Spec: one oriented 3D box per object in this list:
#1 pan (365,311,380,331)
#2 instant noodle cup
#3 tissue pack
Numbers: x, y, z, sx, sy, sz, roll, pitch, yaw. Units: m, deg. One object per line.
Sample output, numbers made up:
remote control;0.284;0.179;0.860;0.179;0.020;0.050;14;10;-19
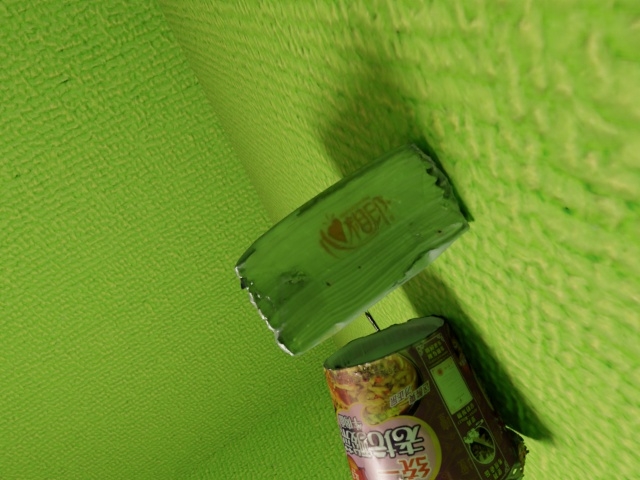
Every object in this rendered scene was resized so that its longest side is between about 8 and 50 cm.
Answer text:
pan;0.130;0.218;1.478;0.235;0.028;0.136;58;171;5
instant noodle cup;0.171;0.305;0.815;0.340;0.340;0.265;141;109;-80
tissue pack;0.011;0.015;0.698;0.162;0.287;0.388;55;170;-3
